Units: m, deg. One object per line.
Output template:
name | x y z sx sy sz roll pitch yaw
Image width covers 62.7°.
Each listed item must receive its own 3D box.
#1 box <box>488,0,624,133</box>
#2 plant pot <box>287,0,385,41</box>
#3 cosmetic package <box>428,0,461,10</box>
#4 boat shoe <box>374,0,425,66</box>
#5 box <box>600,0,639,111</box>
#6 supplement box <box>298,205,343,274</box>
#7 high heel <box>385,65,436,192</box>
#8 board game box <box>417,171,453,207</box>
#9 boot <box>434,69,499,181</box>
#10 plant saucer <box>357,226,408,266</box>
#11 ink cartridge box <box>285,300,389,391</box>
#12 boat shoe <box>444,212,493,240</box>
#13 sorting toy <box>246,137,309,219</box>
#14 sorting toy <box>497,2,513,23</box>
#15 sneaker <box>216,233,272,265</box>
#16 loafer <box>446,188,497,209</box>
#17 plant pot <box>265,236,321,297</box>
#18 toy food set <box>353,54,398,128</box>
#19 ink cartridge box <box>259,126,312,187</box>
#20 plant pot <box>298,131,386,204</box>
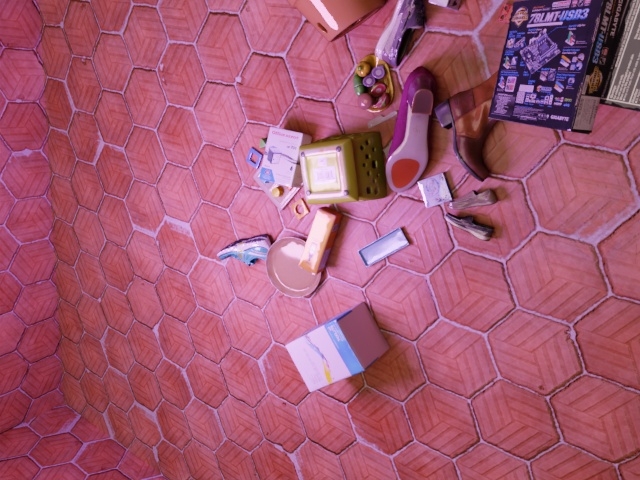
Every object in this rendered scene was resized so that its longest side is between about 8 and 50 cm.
box | 0.542 -0.419 1.245 0.295 0.073 0.293 -139 54 -63
plant pot | 0.056 -0.728 1.544 0.290 0.291 0.203 -25 104 36
cosmetic package | 0.374 -0.754 1.414 0.060 0.099 0.239 27 117 23
boat shoe | 0.259 -0.643 1.525 0.092 0.103 0.285 40 125 13
box | 0.771 -0.436 1.174 0.294 0.182 0.296 22 115 28
supplement box | 0.000 0.000 1.871 0.078 0.080 0.233 26 107 18
high heel | 0.282 -0.336 1.624 0.127 0.181 0.377 12 131 -3
board game box | 0.358 -0.156 1.637 0.090 0.020 0.090 -18 93 36
boot | 0.500 -0.334 1.472 0.280 0.096 0.264 -27 80 28
plant saucer | 0.213 0.023 1.788 0.192 0.018 0.067 -32 84 37
ink cartridge box | 0.059 0.381 1.881 0.270 0.198 0.197 -34 84 35
boat shoe | 0.449 -0.052 1.586 0.152 0.056 0.049 28 113 15
sorting toy | -0.159 -0.230 1.954 0.348 0.047 0.196 50 124 13
sorting toy | 0.584 -0.589 1.346 0.274 0.046 0.132 34 119 23
sneaker | -0.306 0.054 2.105 0.275 0.107 0.110 -9 107 36
loafer | 0.449 -0.124 1.565 0.148 0.056 0.050 -7 98 26
plant pot | -0.100 0.100 1.997 0.236 0.032 0.236 5 104 23
toy food set | 0.159 -0.473 1.654 0.128 0.071 0.218 -11 97 36
ink cartridge box | -0.123 -0.293 1.860 0.139 0.082 0.191 16 99 23
plant pot | 0.063 -0.226 1.706 0.228 0.207 0.227 -1 102 34
